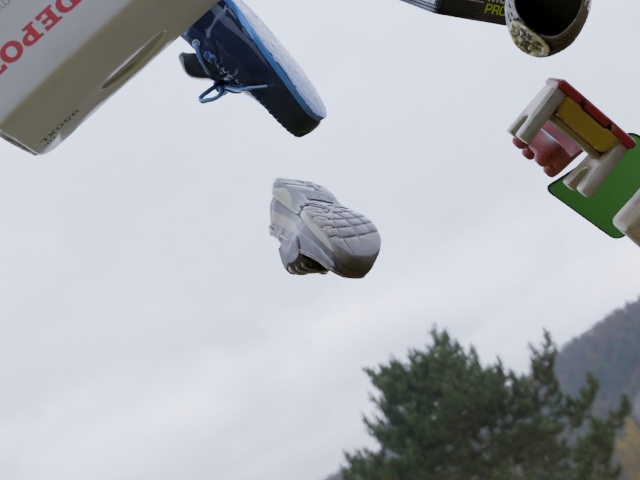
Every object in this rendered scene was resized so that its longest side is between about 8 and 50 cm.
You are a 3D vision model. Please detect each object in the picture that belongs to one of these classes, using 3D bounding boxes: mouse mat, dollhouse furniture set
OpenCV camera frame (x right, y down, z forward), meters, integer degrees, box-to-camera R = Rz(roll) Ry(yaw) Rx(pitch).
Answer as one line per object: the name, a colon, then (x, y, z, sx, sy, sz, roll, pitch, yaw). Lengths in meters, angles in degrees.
mouse mat: (0.450, -0.077, 1.343, 0.190, 0.153, 0.007, -40, 20, 52)
dollhouse furniture set: (0.383, -0.062, 0.995, 0.152, 0.374, 0.201, -49, 7, 8)

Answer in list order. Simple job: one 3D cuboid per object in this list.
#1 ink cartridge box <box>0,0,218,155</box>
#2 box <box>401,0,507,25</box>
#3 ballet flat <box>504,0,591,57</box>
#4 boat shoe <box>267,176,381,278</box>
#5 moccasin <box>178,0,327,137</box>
ink cartridge box: (-0.315, -0.321, 0.857, 0.285, 0.395, 0.166, -44, 0, -4)
box: (0.145, -0.337, 1.160, 0.216, 0.270, 0.060, -2, -64, -36)
ballet flat: (0.205, -0.230, 0.772, 0.058, 0.084, 0.250, -54, -8, -22)
boat shoe: (0.000, 0.000, 1.559, 0.132, 0.355, 0.130, 9, -72, -21)
moccasin: (-0.129, -0.251, 1.174, 0.117, 0.342, 0.138, -43, -15, 13)
